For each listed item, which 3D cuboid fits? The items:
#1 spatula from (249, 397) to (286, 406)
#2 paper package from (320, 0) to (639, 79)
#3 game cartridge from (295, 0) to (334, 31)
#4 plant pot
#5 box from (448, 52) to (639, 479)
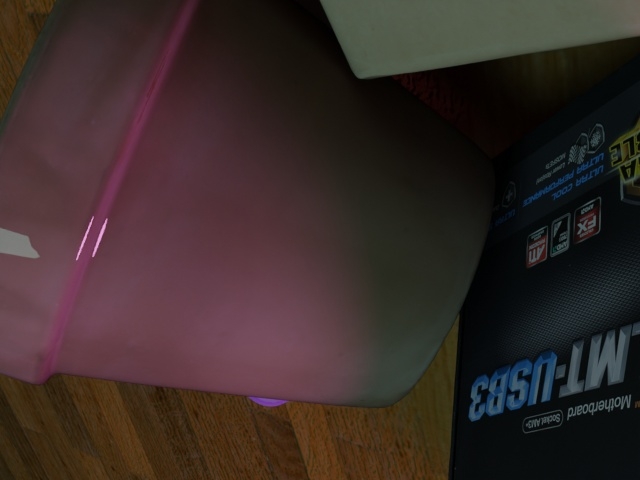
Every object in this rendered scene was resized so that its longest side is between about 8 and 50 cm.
[{"bbox_3d":[0.009,0.124,1.033,0.296,0.030,0.084,-17,113,47],"label":"spatula"},{"bbox_3d":[0.091,-0.264,0.466,0.309,0.168,0.325,3,126,52],"label":"paper package"},{"bbox_3d":[-0.057,-0.150,0.798,0.196,0.060,0.294,-14,114,39],"label":"game cartridge"},{"bbox_3d":[-0.051,-0.023,0.674,0.280,0.323,0.323,23,142,-7],"label":"plant pot"},{"bbox_3d":[0.169,0.054,0.557,0.073,0.293,0.295,14,160,-17],"label":"box"}]
